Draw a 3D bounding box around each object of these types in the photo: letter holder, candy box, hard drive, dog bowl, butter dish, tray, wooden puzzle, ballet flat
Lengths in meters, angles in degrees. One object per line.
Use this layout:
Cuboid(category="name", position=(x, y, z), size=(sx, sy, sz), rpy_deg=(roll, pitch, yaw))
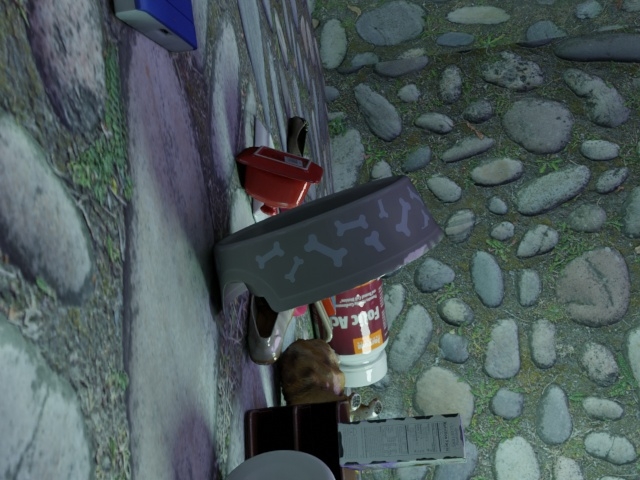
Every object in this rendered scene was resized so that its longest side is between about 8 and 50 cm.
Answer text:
Cuboid(category="letter holder", position=(-0.025, 0.425, 1.134), size=(0.214, 0.151, 0.302), rpy_deg=(53, 31, -75))
Cuboid(category="candy box", position=(0.139, 0.336, 1.136), size=(0.165, 0.196, 0.070), rpy_deg=(61, 24, -66))
Cuboid(category="hard drive", position=(-0.208, -0.403, 0.808), size=(0.210, 0.040, 0.319), rpy_deg=(-36, 119, -83))
Cuboid(category="dog bowl", position=(0.000, 0.000, 1.017), size=(0.349, 0.348, 0.102), rpy_deg=(-62, 132, -80))
Cuboid(category="butter dish", position=(-0.085, -0.104, 1.309), size=(0.160, 0.159, 0.118), rpy_deg=(-77, -177, -74))
Cuboid(category="tray", position=(-0.113, -0.120, 1.469), size=(0.145, 0.030, 0.270), rpy_deg=(77, 9, -53))
Cuboid(category="wooden puzzle", position=(-0.008, 0.073, 1.509), size=(0.221, 0.044, 0.239), rpy_deg=(-89, 162, -71))
Cuboid(category="ballet flat", position=(-0.061, -0.281, 2.012), size=(0.250, 0.058, 0.084), rpy_deg=(-91, 171, -46))

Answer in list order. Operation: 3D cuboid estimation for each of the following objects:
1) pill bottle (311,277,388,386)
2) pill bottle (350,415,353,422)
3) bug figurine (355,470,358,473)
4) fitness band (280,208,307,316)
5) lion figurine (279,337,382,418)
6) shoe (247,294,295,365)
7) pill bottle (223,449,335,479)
Cuboid(category="pill bottle", position=(0.087, 0.224, 2.074), size=(0.224, 0.224, 0.392), rpy_deg=(-78, 160, -72))
Cuboid(category="pill bottle", position=(0.037, 0.489, 1.874), size=(0.184, 0.103, 0.103), rpy_deg=(-47, 130, -83))
Cuboid(category="bug figurine", position=(0.043, 0.601, 1.631), size=(0.279, 0.072, 0.216), rpy_deg=(115, -14, -59))
Cuboid(category="fitness band", position=(-0.071, 0.034, 1.623), size=(0.209, 0.054, 0.291), rpy_deg=(34, 50, -86))
Cuboid(category="lion figurine", position=(-0.006, 0.395, 1.369), size=(0.142, 0.240, 0.392), rpy_deg=(21, 75, -46))
Cuboid(category="shoe", position=(-0.086, 0.122, 1.222), size=(0.219, 0.076, 0.058), rpy_deg=(-86, 173, -52))
Cuboid(category="pill bottle", position=(-0.038, 0.440, 0.917), size=(0.160, 0.160, 0.283), rpy_deg=(-84, 165, -66))
